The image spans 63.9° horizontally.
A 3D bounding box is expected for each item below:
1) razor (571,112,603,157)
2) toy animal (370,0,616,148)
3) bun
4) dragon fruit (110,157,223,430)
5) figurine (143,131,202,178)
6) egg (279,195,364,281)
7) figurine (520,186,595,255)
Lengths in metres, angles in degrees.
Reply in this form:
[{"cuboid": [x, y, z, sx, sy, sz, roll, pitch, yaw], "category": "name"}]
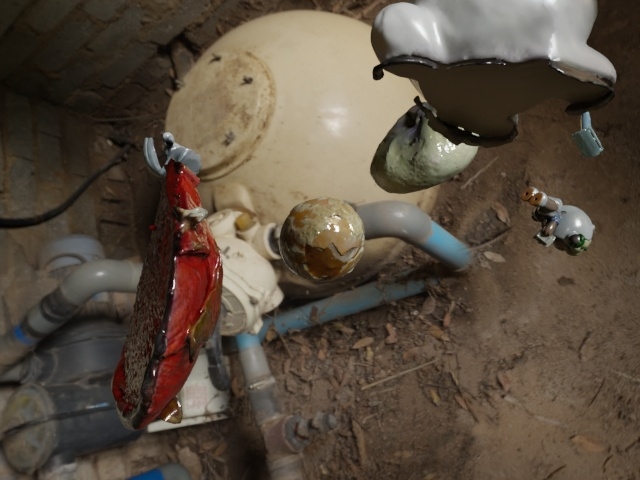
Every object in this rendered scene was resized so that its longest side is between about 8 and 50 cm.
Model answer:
[{"cuboid": [0.565, -0.239, 1.089, 0.040, 0.068, 0.135, -23, 27, 39], "category": "razor"}, {"cuboid": [0.192, -0.295, 0.538, 0.193, 0.257, 0.358, -7, 70, 53], "category": "toy animal"}, {"cuboid": [0.241, -0.230, 1.228, 0.272, 0.168, 0.273, -30, 25, 15], "category": "bun"}, {"cuboid": [-0.184, 0.103, 0.637, 0.282, 0.100, 0.344, -113, 42, -57], "category": "dragon fruit"}, {"cuboid": [-0.258, -0.145, 0.873, 0.082, 0.094, 0.086, -28, 60, -21], "category": "figurine"}, {"cuboid": [0.000, 0.000, 1.159, 0.233, 0.194, 0.195, -36, 61, 49], "category": "egg"}, {"cuboid": [0.469, -0.034, 1.025, 0.094, 0.197, 0.147, -60, 27, 19], "category": "figurine"}]
